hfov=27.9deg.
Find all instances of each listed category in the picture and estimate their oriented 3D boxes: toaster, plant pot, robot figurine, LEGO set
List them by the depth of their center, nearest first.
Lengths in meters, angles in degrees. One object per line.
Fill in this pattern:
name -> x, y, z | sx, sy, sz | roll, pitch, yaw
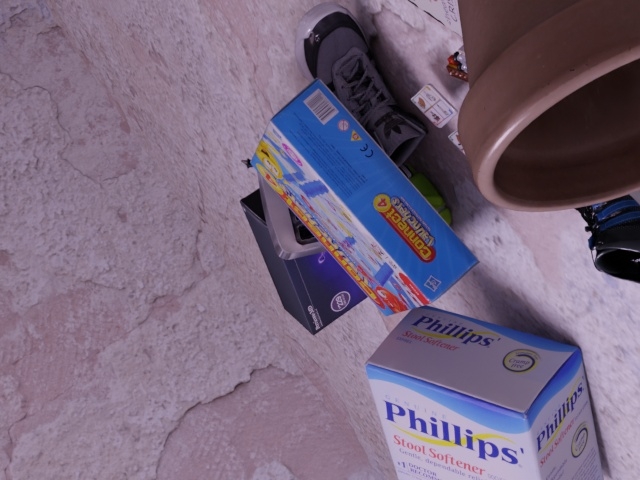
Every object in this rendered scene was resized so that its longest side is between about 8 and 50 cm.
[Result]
plant pot -> 0.209, -0.182, 0.992 | 0.263, 0.263, 0.229 | 93, 161, -67
LEGO set -> 0.208, -0.141, 1.457 | 0.182, 0.060, 0.244 | 45, 167, -1
robot figurine -> 0.137, -0.048, 1.797 | 0.115, 0.067, 0.101 | 55, 155, 7
toaster -> -0.011, -0.067, 1.935 | 0.110, 0.185, 0.168 | 122, 135, -84

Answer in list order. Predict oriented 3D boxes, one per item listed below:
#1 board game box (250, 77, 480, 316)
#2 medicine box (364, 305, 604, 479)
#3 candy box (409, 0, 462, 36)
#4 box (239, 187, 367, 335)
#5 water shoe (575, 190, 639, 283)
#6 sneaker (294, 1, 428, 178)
board game box -> 0.047, -0.045, 1.727 | 0.308, 0.086, 0.302 | 49, 170, 0
medicine box -> 0.230, 0.261, 1.787 | 0.263, 0.149, 0.289 | 14, 136, 37
candy box -> 0.150, -0.274, 1.258 | 0.233, 0.071, 0.159 | 45, 162, 42
box -> 0.000, 0.000, 2.122 | 0.103, 0.184, 0.261 | 43, 161, 45
water shoe -> 0.300, -0.011, 1.306 | 0.203, 0.080, 0.073 | 42, 159, 45
sneaker -> 0.062, -0.189, 1.692 | 0.153, 0.101, 0.268 | 45, 167, 39
